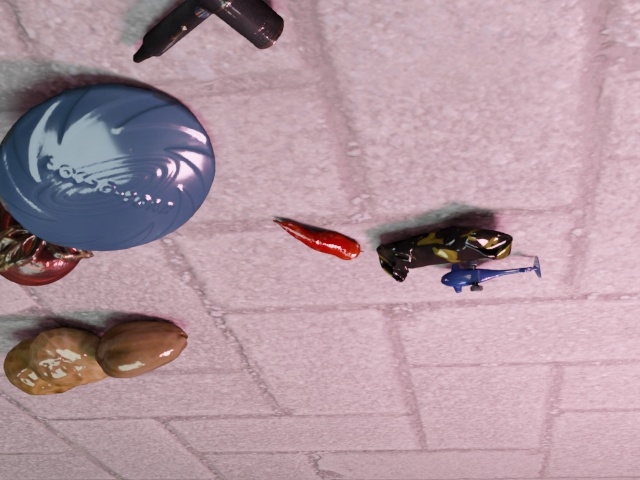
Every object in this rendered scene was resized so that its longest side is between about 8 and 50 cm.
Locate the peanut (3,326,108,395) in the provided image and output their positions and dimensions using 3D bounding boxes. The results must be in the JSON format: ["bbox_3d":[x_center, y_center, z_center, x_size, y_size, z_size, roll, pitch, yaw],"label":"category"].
[{"bbox_3d":[-0.533,0.251,1.958,0.233,0.110,0.197,-20,150,36],"label":"peanut"}]

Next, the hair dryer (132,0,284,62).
[{"bbox_3d":[-0.167,-0.250,1.049,0.195,0.050,0.173,-14,145,35],"label":"hair dryer"}]

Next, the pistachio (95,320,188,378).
[{"bbox_3d":[-0.351,0.212,1.872,0.186,0.108,0.126,-13,148,3],"label":"pistachio"}]

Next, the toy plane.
[{"bbox_3d":[0.281,0.056,1.599,0.167,0.054,0.062,-9,175,22],"label":"toy plane"}]

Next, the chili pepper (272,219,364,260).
[{"bbox_3d":[0.000,0.000,1.527,0.178,0.027,0.045,23,147,-32],"label":"chili pepper"}]

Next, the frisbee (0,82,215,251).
[{"bbox_3d":[-0.279,-0.079,1.264,0.290,0.049,0.289,-10,136,-9],"label":"frisbee"}]

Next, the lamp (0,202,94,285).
[{"bbox_3d":[-0.445,0.003,1.422,0.215,0.151,0.223,6,148,-26],"label":"lamp"}]

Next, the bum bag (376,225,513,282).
[{"bbox_3d":[0.193,0.016,1.508,0.233,0.060,0.107,-14,157,33],"label":"bum bag"}]
